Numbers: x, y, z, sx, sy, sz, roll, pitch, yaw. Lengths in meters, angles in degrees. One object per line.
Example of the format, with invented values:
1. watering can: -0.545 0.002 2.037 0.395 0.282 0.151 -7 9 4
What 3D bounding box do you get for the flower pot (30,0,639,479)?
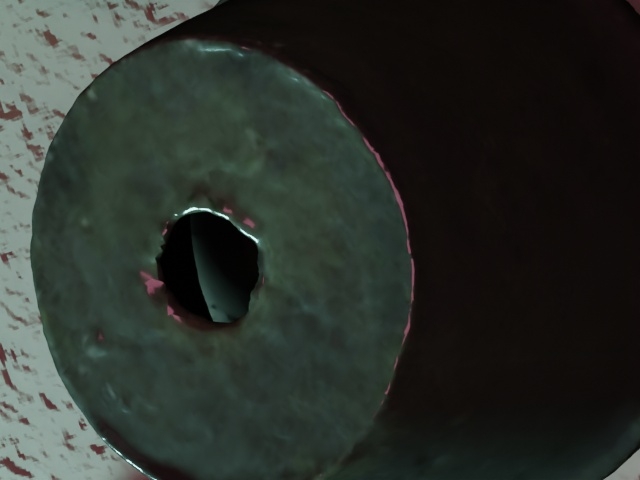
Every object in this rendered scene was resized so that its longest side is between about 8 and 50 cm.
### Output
1. flower pot: 0.000 0.000 0.492 0.269 0.166 0.269 3 95 30
